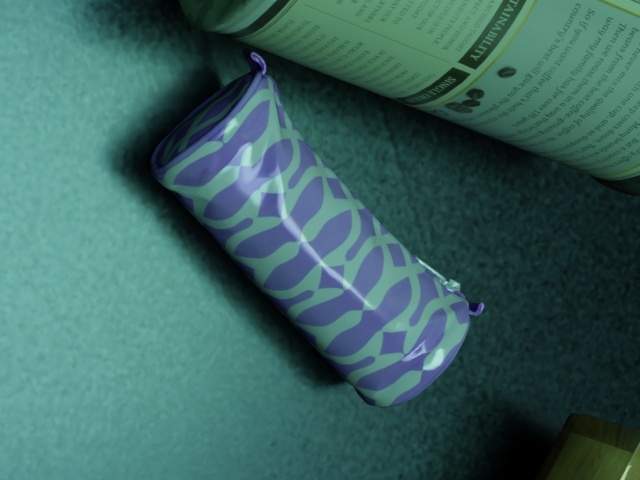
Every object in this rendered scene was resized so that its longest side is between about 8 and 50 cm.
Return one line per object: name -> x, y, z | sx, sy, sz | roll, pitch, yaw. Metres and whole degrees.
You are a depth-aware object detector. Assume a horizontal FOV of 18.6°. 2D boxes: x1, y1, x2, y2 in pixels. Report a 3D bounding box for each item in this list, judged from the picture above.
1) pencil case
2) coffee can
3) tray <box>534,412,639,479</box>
pencil case -> 0.000, 0.000, 1.069 | 0.088, 0.086, 0.206 | -44, 110, -3
coffee can -> 0.089, -0.159, 1.039 | 0.275, 0.201, 0.201 | 19, 85, -24
tray -> 0.256, 0.291, 1.184 | 0.411, 0.076, 0.203 | 36, 78, -30
